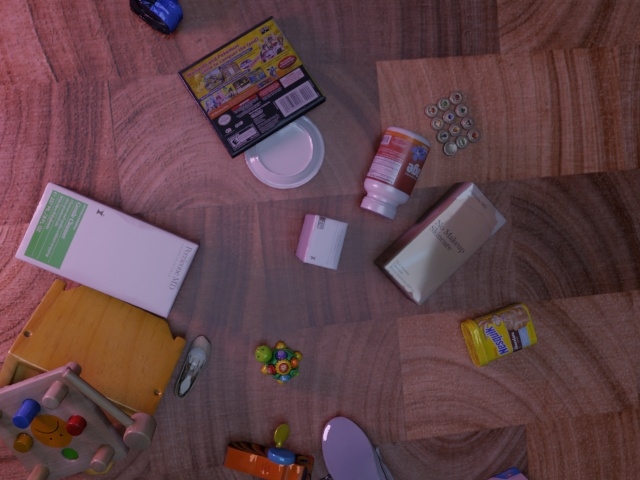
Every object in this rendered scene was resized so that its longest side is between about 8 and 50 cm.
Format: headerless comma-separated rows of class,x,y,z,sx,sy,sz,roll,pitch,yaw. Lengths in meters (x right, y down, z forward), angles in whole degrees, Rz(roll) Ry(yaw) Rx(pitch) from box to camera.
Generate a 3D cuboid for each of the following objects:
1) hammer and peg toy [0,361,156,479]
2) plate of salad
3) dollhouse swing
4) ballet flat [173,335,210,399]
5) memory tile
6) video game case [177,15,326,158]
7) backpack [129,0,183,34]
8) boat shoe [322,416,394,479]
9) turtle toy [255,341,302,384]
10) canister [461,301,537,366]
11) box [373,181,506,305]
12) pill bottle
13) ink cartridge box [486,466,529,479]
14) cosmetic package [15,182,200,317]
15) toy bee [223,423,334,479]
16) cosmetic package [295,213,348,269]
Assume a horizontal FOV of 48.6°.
hammer and peg toy,-0.538,0.383,1.531,0.362,0.127,0.265,-22,112,17
plate of salad,-0.090,-0.226,1.769,0.200,0.048,0.199,0,86,-4
dollhouse swing,-0.569,0.344,1.736,0.347,0.305,0.315,26,48,-8
ballet flat,-0.318,0.322,1.773,0.057,0.052,0.168,22,90,-9
memory tile,0.345,-0.305,1.846,0.113,0.012,0.148,-28,97,-5
video game case,-0.167,-0.376,1.738,0.275,0.035,0.248,-33,87,-5
backpack,-0.381,-0.559,1.685,0.120,0.098,0.101,42,84,-8
boat shoe,0.133,0.622,1.820,0.136,0.156,0.367,-36,69,0
turtle toy,-0.108,0.308,1.794,0.130,0.066,0.095,32,89,-9
canister,0.472,0.245,1.870,0.170,0.073,0.126,-20,96,-8
box,0.302,0.005,1.805,0.311,0.121,0.148,-45,97,-3
pill bottle,0.183,-0.166,1.778,0.121,0.121,0.216,23,91,-9
ink cartridge box,0.498,0.685,1.841,0.140,0.191,0.082,-23,96,-6
cosmetic package,-0.490,0.023,1.679,0.366,0.155,0.196,22,88,-8
toy bee,-0.088,0.583,1.790,0.298,0.162,0.195,36,97,16
cosmetic package,0.000,0.000,1.706,0.086,0.231,0.117,14,92,-9
